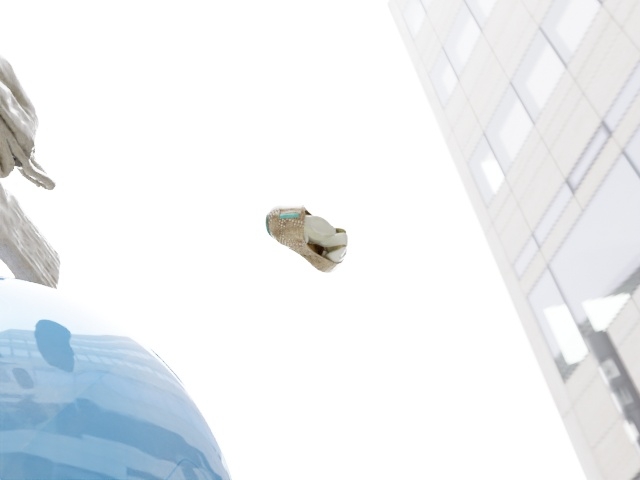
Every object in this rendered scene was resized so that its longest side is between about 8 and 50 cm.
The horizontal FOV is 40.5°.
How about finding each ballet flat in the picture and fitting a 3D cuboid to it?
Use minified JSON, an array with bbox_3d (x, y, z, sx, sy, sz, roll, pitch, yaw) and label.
[{"bbox_3d":[0.000,0.000,1.240,0.067,0.073,0.206,-10,-18,28],"label":"ballet flat"}]

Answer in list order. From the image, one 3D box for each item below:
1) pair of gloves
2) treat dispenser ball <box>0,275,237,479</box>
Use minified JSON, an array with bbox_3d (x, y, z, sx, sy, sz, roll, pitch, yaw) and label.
[{"bbox_3d":[-0.280,-0.077,0.712,0.042,0.240,0.204,-20,-42,4],"label":"pair of gloves"},{"bbox_3d":[-0.178,0.157,0.404,0.288,0.288,0.288,-5,-48,-6],"label":"treat dispenser ball"}]
